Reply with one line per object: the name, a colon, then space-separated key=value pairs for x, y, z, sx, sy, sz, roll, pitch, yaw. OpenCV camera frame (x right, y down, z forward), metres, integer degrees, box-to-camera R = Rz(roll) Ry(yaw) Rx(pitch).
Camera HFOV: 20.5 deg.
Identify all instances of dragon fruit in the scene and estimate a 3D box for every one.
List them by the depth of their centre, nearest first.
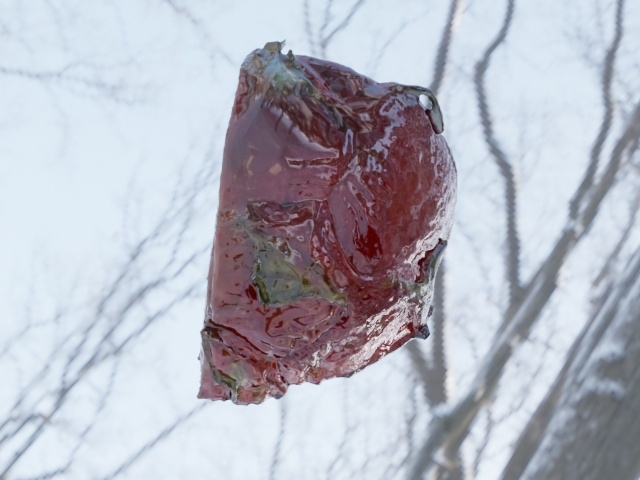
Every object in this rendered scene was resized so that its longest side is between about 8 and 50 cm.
dragon fruit: x=0.002 y=0.000 z=0.886 sx=0.120 sy=0.161 sz=0.127 roll=10 pitch=-33 yaw=6
